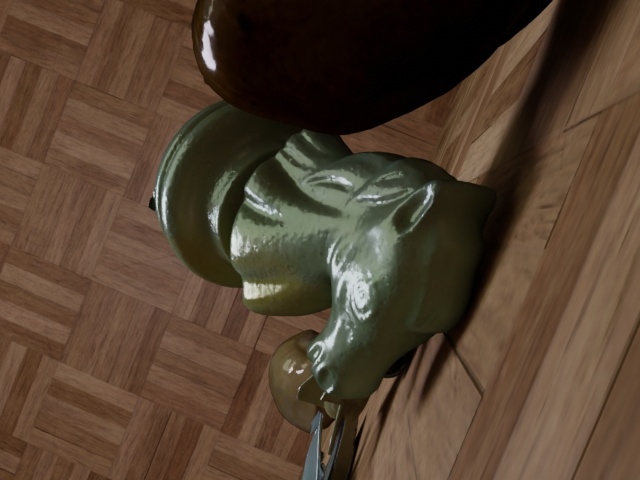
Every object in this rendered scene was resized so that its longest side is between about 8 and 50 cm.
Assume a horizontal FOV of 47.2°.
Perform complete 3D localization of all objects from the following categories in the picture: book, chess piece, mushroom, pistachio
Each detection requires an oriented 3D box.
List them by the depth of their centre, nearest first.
[{"bbox_3d":[0.047,-0.236,0.507,0.345,0.260,0.345,-40,4,3],"label":"mushroom"},{"bbox_3d":[0.000,0.000,0.552,0.298,0.175,0.176,33,104,51],"label":"chess piece"},{"bbox_3d":[-0.005,0.328,0.860,0.157,0.026,0.231,-65,-4,-68],"label":"book"},{"bbox_3d":[-0.014,0.261,1.350,0.293,0.162,0.182,108,155,-65],"label":"pistachio"}]

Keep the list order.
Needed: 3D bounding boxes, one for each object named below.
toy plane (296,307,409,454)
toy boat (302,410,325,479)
[{"bbox_3d":[0.046,0.061,0.686,0.242,0.104,0.256,-36,-32,-78],"label":"toy plane"},{"bbox_3d":[-0.016,0.257,0.750,0.149,0.034,0.105,-106,35,-53],"label":"toy boat"}]
